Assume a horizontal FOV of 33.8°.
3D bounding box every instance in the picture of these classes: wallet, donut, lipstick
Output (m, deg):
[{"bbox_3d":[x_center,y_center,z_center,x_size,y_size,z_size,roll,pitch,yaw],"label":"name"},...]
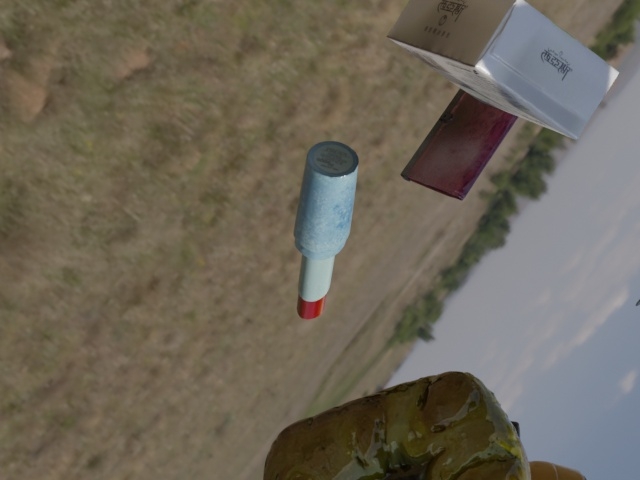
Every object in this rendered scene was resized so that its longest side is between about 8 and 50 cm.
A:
[{"bbox_3d":[0.231,-0.170,1.602,0.232,0.119,0.025,-55,140,-11],"label":"wallet"},{"bbox_3d":[0.077,0.250,1.015,0.261,0.208,0.128,-20,153,17],"label":"donut"},{"bbox_3d":[0.000,0.000,1.252,0.068,0.061,0.274,-37,152,-32],"label":"lipstick"}]

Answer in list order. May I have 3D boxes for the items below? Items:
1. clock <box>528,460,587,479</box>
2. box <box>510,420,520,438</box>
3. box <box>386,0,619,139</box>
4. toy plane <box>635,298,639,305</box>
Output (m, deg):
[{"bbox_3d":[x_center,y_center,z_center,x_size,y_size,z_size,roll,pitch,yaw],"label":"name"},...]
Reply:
[{"bbox_3d":[0.326,0.510,1.704,0.244,0.200,0.317,123,-15,-81],"label":"clock"},{"bbox_3d":[0.166,0.353,1.394,0.252,0.188,0.153,-65,163,-61],"label":"box"},{"bbox_3d":[0.236,-0.249,1.409,0.111,0.194,0.260,-60,-151,3],"label":"box"},{"bbox_3d":[0.466,0.125,1.368,0.065,0.162,0.171,-21,148,-8],"label":"toy plane"}]
